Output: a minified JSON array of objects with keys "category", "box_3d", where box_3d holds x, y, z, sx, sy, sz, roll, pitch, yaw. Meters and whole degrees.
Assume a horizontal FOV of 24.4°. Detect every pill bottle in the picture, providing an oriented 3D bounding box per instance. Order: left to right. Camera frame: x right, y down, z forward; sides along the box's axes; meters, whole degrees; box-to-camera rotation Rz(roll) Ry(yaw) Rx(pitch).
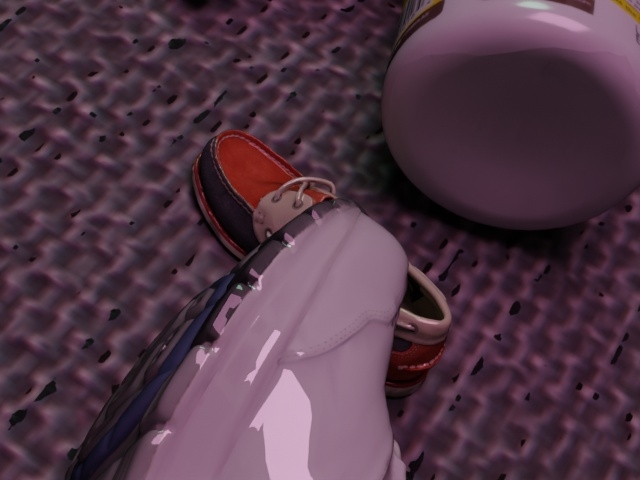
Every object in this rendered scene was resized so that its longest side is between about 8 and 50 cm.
[{"category":"pill bottle","box_3d":[0.099,-0.114,0.669,0.117,0.117,0.215,20,46,-4]}]

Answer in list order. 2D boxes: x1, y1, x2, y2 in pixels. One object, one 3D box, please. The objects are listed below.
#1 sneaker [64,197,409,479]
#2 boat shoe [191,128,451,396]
[{"category":"sneaker","box_3d":[-0.024,0.111,0.450,0.129,0.111,0.297,33,50,-11]},{"category":"boat shoe","box_3d":[0.000,0.000,0.580,0.049,0.043,0.137,-24,61,-34]}]
